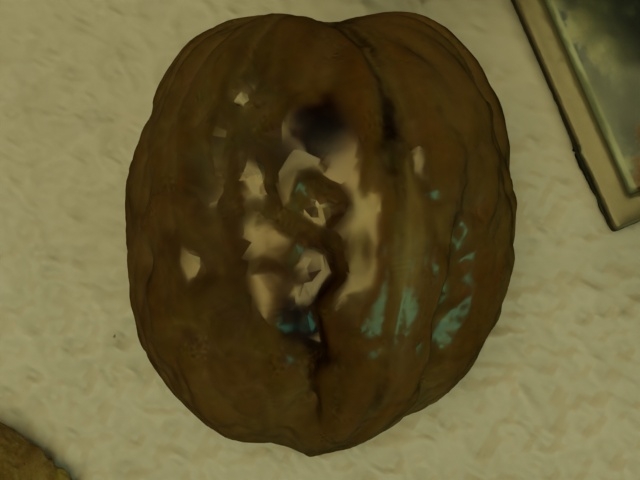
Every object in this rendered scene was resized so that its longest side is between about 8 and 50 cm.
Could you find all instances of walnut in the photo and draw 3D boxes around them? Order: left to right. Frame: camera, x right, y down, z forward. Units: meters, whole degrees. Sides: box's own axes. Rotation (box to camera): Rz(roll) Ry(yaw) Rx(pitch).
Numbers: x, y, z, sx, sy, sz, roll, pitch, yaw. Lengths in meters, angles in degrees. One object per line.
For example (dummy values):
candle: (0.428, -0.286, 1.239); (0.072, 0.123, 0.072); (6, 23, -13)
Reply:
walnut: (0.000, 0.000, 0.479); (0.156, 0.155, 0.184); (4, 98, 6)

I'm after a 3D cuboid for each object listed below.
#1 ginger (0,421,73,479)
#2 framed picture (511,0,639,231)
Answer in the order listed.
ginger: (-0.156, 0.184, 0.525); (0.133, 0.059, 0.214); (-20, 87, 0)
framed picture: (0.165, -0.152, 0.532); (0.184, 0.016, 0.249); (-22, 85, 4)
